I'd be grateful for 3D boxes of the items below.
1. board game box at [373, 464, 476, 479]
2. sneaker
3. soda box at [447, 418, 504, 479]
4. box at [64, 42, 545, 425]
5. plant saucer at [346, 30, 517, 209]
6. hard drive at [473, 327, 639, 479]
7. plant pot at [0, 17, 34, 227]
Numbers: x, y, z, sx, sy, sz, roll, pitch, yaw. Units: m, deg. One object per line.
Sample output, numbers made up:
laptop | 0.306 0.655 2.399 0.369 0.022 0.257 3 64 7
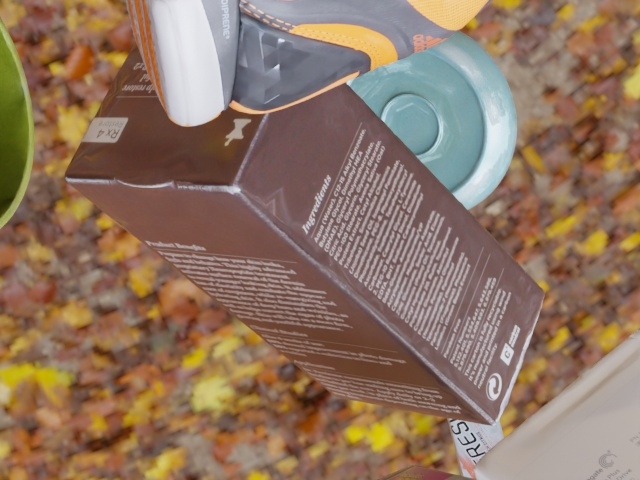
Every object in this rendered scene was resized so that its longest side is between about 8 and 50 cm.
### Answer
board game box | -0.001 0.260 1.094 0.317 0.064 0.242 -18 -176 -22
sneaker | -0.001 -0.198 0.562 0.180 0.124 0.321 -16 138 -11
soda box | 0.179 0.215 1.702 0.058 0.183 0.063 -14 165 1
box | 0.000 0.000 1.187 0.381 0.191 0.143 41 64 -43
plant saucer | 0.145 -0.181 2.269 0.317 0.318 0.044 -57 169 30
hard drive | 0.281 0.171 0.913 0.210 0.319 0.040 -35 134 -21
plant pot | -0.596 -0.139 1.748 0.353 0.366 0.366 -13 149 27
